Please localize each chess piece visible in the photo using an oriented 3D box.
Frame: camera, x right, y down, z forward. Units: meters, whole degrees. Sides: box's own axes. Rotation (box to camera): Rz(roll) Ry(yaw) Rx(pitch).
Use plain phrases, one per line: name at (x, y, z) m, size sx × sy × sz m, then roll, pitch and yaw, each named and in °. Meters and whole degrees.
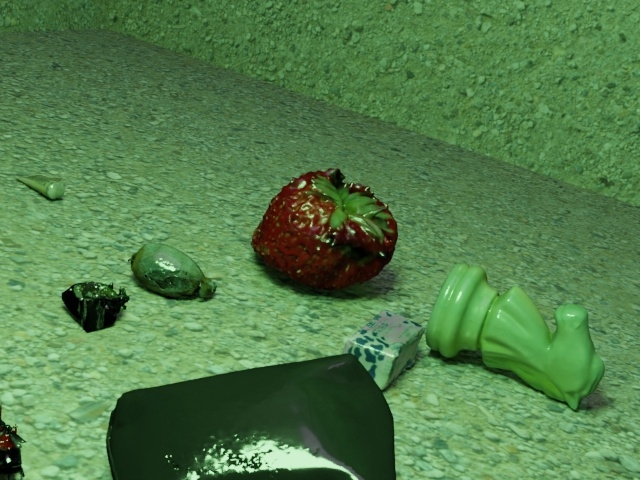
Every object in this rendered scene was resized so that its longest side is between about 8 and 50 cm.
chess piece at (0.344, 0.162, 1.443) m, size 0.298 × 0.176 × 0.175 m, roll 22°, pitch 24°, yaw 20°

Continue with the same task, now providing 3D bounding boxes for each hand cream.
hand cream at (-0.599, -0.120, 1.804) m, size 0.061 × 0.039 × 0.143 m, roll -16°, pitch 26°, yaw -39°

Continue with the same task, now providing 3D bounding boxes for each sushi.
sushi at (-0.364, 0.101, 1.366) m, size 0.083 × 0.056 × 0.084 m, roll 22°, pitch 23°, yaw 40°

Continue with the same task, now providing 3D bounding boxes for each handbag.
handbag at (-0.067, 0.278, 0.942) m, size 0.342 × 0.152 × 0.288 m, roll -10°, pitch 32°, yaw -6°

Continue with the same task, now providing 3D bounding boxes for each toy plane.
toy plane at (-0.378, 0.243, 1.005) m, size 0.037 × 0.060 × 0.145 m, roll 1°, pitch 10°, yaw -28°

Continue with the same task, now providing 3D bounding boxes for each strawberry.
strawberry at (0.000, -0.003, 1.644) m, size 0.261 × 0.258 × 0.261 m, roll 23°, pitch 35°, yaw -17°

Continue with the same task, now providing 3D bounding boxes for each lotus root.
lotus root at (-0.263, 0.058, 1.494) m, size 0.165 × 0.088 × 0.088 m, roll 24°, pitch 22°, yaw 2°

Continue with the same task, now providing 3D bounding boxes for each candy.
candy at (0.106, 0.181, 1.403) m, size 0.092 × 0.073 × 0.160 m, roll 23°, pitch 24°, yaw 20°
